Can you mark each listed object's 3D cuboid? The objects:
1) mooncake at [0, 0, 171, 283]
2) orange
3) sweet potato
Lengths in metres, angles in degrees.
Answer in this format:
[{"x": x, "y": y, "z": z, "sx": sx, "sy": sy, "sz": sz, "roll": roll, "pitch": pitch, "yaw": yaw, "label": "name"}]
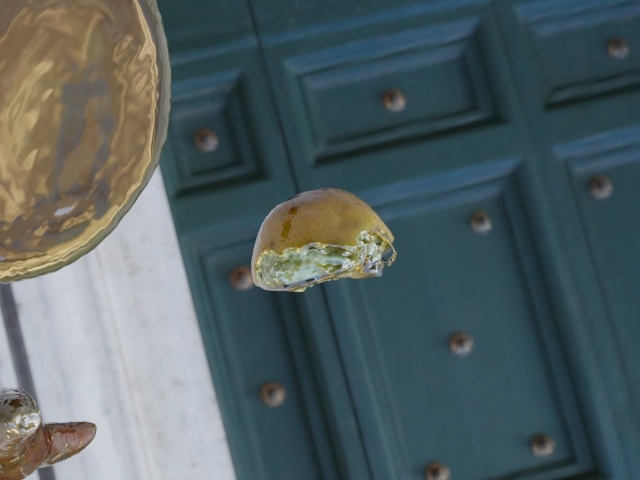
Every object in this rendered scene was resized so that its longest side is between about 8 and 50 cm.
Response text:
[{"x": -0.251, "y": -0.116, "z": 1.038, "sx": 0.155, "sy": 0.285, "sz": 0.284, "roll": 18, "pitch": -167, "yaw": 34, "label": "mooncake"}, {"x": 0.000, "y": 0.000, "z": 1.469, "sx": 0.160, "sy": 0.112, "sz": 0.170, "roll": -10, "pitch": 165, "yaw": -18, "label": "orange"}, {"x": -0.226, "y": 0.148, "z": 1.058, "sx": 0.078, "sy": 0.058, "sz": 0.255, "roll": -28, "pitch": 168, "yaw": -5, "label": "sweet potato"}]
